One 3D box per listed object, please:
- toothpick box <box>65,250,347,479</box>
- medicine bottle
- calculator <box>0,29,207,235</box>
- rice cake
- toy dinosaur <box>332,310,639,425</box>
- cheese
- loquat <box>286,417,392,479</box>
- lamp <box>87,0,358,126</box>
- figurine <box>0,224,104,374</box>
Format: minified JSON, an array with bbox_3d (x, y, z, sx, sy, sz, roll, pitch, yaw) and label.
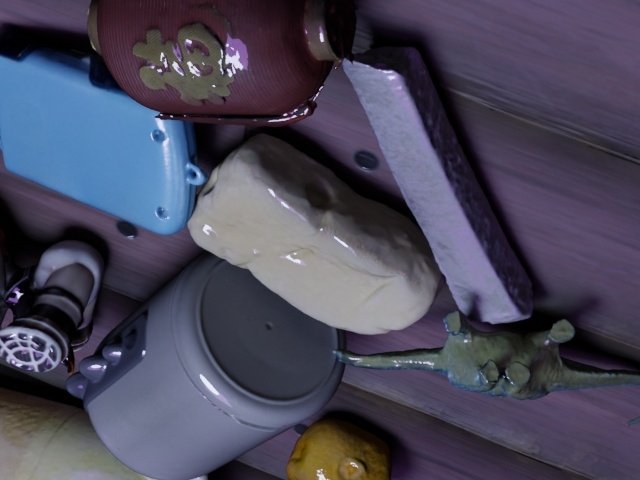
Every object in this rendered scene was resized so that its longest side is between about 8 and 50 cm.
[{"bbox_3d":[-0.145,0.147,1.884,0.229,0.229,0.316,38,141,-14],"label":"toothpick box"},{"bbox_3d":[-0.329,0.332,2.175,0.406,0.236,0.236,14,139,18],"label":"medicine bottle"},{"bbox_3d":[-0.235,-0.112,1.728,0.293,0.051,0.173,22,130,27],"label":"calculator"},{"bbox_3d":[0.118,-0.052,1.642,0.072,0.056,0.365,0,134,37],"label":"rice cake"},{"bbox_3d":[0.193,0.125,1.733,0.363,0.076,0.147,6,164,0],"label":"toy dinosaur"},{"bbox_3d":[0.001,-0.001,1.738,0.263,0.093,0.159,34,145,-10],"label":"cheese"},{"bbox_3d":[0.023,0.274,2.016,0.137,0.113,0.137,16,162,5],"label":"loquat"},{"bbox_3d":[-0.093,-0.189,1.516,0.258,0.180,0.180,1,134,27],"label":"lamp"},{"bbox_3d":[-0.417,0.042,1.940,0.323,0.196,0.320,17,-179,-3],"label":"figurine"}]
